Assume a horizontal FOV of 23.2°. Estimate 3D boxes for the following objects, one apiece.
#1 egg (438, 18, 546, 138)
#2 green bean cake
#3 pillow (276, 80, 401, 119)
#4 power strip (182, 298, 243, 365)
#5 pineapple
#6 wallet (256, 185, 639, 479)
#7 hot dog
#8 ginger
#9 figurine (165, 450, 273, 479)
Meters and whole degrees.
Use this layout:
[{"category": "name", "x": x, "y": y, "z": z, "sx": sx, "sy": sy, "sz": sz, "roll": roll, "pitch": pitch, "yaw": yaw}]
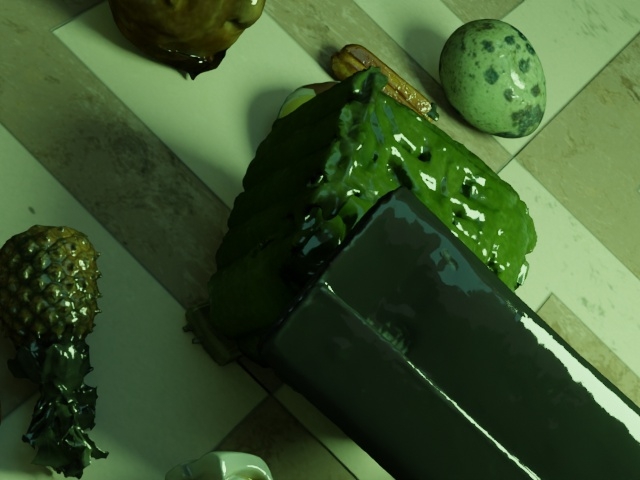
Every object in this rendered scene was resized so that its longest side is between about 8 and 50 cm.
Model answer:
[{"category": "egg", "x": 0.244, "y": -0.224, "z": 2.185, "sx": 0.141, "sy": 0.141, "sz": 0.182, "roll": -25, "pitch": 82, "yaw": -47}, {"category": "green bean cake", "x": 0.071, "y": 0.015, "z": 1.722, "sx": 0.319, "sy": 0.218, "sz": 0.335, "roll": 34, "pitch": 59, "yaw": -24}, {"category": "pillow", "x": 0.045, "y": -0.104, "z": 1.982, "sx": 0.233, "sy": 0.086, "sz": 0.214, "roll": 15, "pitch": 58, "yaw": -31}, {"category": "power strip", "x": -0.083, "y": 0.088, "z": 1.750, "sx": 0.169, "sy": 0.028, "sz": 0.076, "roll": -23, "pitch": 72, "yaw": -46}, {"category": "pineapple", "x": -0.260, "y": 0.112, "z": 1.542, "sx": 0.125, "sy": 0.125, "sz": 0.251, "roll": 7, "pitch": 57, "yaw": -33}, {"category": "wallet", "x": 0.152, "y": 0.158, "z": 1.546, "sx": 0.406, "sy": 0.062, "sz": 0.228, "roll": 42, "pitch": 74, "yaw": -7}, {"category": "hot dog", "x": 0.083, "y": -0.206, "z": 2.117, "sx": 0.165, "sy": 0.045, "sz": 0.071, "roll": 39, "pitch": 43, "yaw": -3}, {"category": "ginger", "x": -0.160, "y": -0.352, "z": 1.930, "sx": 0.200, "sy": 0.223, "sz": 0.269, "roll": 26, "pitch": 46, "yaw": -12}, {"category": "figurine", "x": -0.126, "y": 0.295, "z": 1.465, "sx": 0.176, "sy": 0.133, "sz": 0.236, "roll": 49, "pitch": 45, "yaw": 4}]
